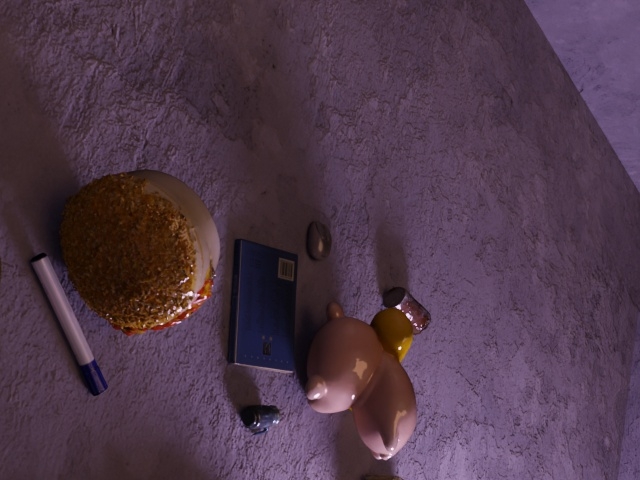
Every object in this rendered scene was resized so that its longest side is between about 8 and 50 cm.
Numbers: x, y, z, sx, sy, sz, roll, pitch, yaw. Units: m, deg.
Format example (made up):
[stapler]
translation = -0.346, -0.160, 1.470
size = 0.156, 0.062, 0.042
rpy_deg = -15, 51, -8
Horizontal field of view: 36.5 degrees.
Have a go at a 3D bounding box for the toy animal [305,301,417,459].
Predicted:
[toy animal]
translation = 0.062, 0.321, 2.171
size = 0.247, 0.277, 0.345
rpy_deg = 10, 62, -22

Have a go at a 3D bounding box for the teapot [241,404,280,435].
[teapot]
translation = -0.124, 0.376, 2.032
size = 0.083, 0.049, 0.063
rpy_deg = 9, 76, -52

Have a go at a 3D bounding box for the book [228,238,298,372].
[book]
translation = -0.121, 0.144, 2.102
size = 0.191, 0.025, 0.269
rpy_deg = 17, 70, -49

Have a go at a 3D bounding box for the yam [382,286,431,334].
[yam]
translation = 0.223, 0.179, 2.498
size = 0.141, 0.079, 0.079
rpy_deg = 43, 52, -38

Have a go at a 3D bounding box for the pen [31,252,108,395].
[pen]
translation = -0.436, 0.147, 1.688
size = 0.033, 0.033, 0.268
rpy_deg = -38, 113, -49

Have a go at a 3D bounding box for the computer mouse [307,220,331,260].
[computer mouse]
translation = 0.002, 0.000, 2.274
size = 0.066, 0.039, 0.096
rpy_deg = 29, 61, -46

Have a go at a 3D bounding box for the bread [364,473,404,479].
[bread]
translation = 0.167, 0.673, 2.306
size = 0.210, 0.110, 0.192
rpy_deg = 47, 43, -37

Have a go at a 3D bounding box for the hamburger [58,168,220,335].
[hamburger]
translation = -0.313, 0.019, 1.677
size = 0.294, 0.276, 0.179
rpy_deg = 64, 30, -14
